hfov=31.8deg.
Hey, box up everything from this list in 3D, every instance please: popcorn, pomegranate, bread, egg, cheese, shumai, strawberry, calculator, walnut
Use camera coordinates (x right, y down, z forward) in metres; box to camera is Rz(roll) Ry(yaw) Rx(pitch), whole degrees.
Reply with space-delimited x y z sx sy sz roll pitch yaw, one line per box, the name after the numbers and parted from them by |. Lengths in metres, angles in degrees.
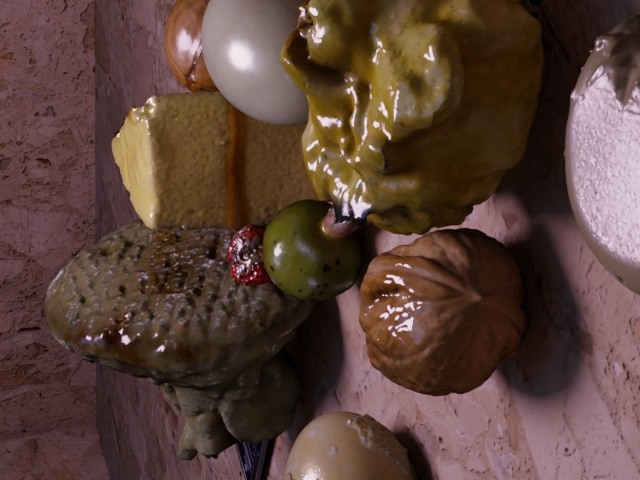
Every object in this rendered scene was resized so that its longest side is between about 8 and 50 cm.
0.082 -0.135 0.972 0.252 0.215 0.286 65 155 6 | popcorn
-0.004 -0.004 1.384 0.129 0.129 0.159 -121 43 -51 | pomegranate
-0.145 -0.149 1.539 0.236 0.263 0.198 -129 41 -59 | bread
0.033 0.294 1.304 0.164 0.164 0.201 108 154 -49 | egg
-0.045 -0.233 1.331 0.253 0.186 0.187 -120 31 -54 | egg
0.242 -0.038 0.721 0.202 0.091 0.175 -129 39 -55 | cheese
-0.179 0.154 1.644 0.324 0.397 0.323 -61 -32 -46 | shumai
-0.080 0.019 1.473 0.083 0.096 0.083 7 104 29 | strawberry
-0.118 0.308 1.940 0.274 0.028 0.166 102 154 -42 | calculator
0.113 0.064 1.030 0.184 0.155 0.155 155 108 -68 | walnut
-0.121 -0.287 1.531 0.167 0.207 0.167 30 154 16 | walnut
